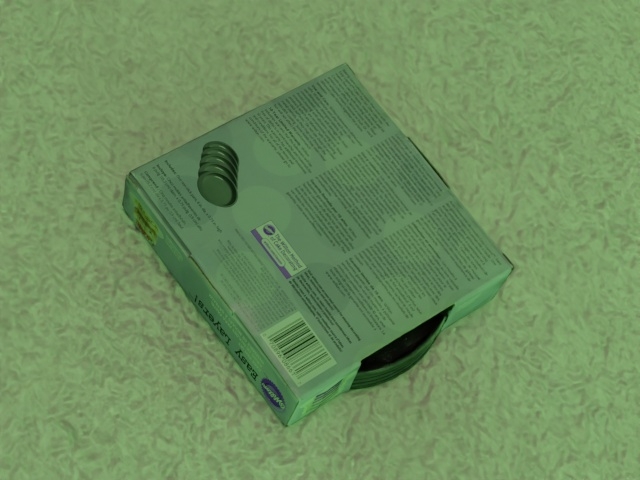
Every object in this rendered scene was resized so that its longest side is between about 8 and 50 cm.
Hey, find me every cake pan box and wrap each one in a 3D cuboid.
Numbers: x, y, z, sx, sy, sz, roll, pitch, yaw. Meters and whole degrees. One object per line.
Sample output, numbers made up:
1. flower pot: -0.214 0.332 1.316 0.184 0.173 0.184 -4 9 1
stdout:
1. cake pan box: 0.000 0.000 1.561 0.246 0.070 0.267 -32 73 -25
